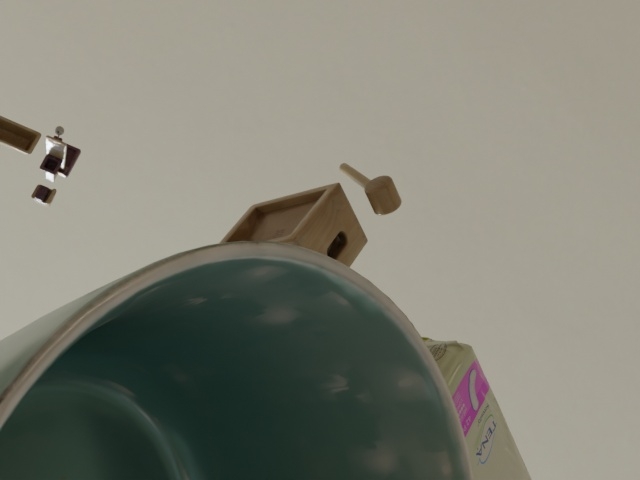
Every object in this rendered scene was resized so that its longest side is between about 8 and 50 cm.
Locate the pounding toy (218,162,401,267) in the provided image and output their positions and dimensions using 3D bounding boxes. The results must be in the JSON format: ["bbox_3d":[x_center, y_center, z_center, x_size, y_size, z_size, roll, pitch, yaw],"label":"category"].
[{"bbox_3d":[0.008,-0.006,1.518,0.206,0.181,0.094,-13,-66,33],"label":"pounding toy"}]

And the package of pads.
[{"bbox_3d":[0.121,0.270,1.409,0.101,0.229,0.296,1,-49,36],"label":"package of pads"}]

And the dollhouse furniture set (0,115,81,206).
[{"bbox_3d":[-0.350,-0.110,1.580,0.114,0.091,0.081,23,-27,0],"label":"dollhouse furniture set"}]

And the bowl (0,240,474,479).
[{"bbox_3d":[-0.085,0.154,0.593,0.163,0.311,0.311,1,-71,44],"label":"bowl"}]
